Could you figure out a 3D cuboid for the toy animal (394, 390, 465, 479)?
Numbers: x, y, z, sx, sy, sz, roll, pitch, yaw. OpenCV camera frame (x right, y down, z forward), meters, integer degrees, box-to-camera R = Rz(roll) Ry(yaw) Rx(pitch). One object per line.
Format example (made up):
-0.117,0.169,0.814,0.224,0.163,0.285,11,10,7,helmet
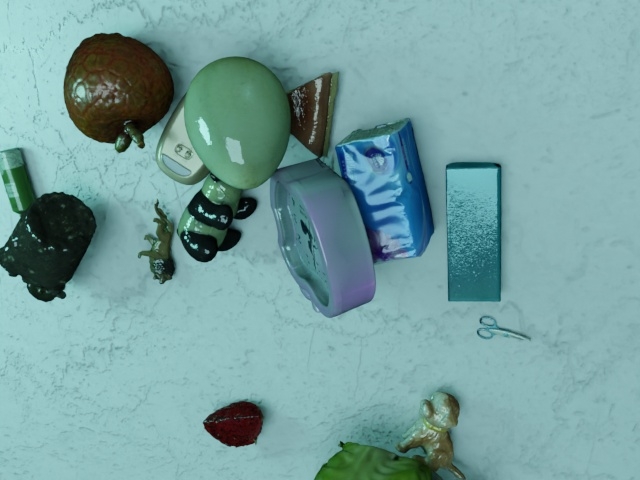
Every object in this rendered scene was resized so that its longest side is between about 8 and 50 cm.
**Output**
0.296,0.452,1.872,0.184,0.104,0.185,29,110,8,toy animal

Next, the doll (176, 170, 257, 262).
-0.243,-0.062,1.844,0.135,0.143,0.234,38,116,9,doll

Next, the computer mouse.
-0.279,-0.240,1.819,0.145,0.082,0.236,31,103,3,computer mouse

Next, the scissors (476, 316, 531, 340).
0.412,0.208,1.794,0.119,0.014,0.058,16,117,15,scissors

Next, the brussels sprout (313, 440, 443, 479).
0.149,0.686,1.813,0.426,0.361,0.342,26,145,0,brussels sprout

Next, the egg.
-0.165,-0.237,1.641,0.219,0.218,0.295,-27,63,24,egg

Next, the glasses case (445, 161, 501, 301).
0.330,-0.017,1.718,0.117,0.070,0.300,0,107,11,glasses case

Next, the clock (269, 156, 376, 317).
0.000,0.000,1.684,0.102,0.338,0.338,-19,105,-16,clock

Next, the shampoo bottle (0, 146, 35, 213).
-0.768,-0.130,2.030,0.065,0.065,0.204,-6,107,20,shampoo bottle

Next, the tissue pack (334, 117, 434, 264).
0.141,-0.105,1.671,0.146,0.198,0.263,-10,104,19,tissue pack

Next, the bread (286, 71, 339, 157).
-0.028,-0.283,1.735,0.119,0.067,0.192,15,114,10,bread

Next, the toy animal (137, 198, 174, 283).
-0.403,-0.001,1.957,0.086,0.069,0.219,0,115,-5,toy animal

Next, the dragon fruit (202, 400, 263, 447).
-0.208,0.472,2.055,0.162,0.083,0.106,-13,117,12,dragon fruit

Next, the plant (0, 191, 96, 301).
-0.669,0.011,1.968,0.199,0.188,0.276,30,136,-16,plant

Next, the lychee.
-0.442,-0.324,1.763,0.255,0.255,0.299,-32,83,24,lychee
